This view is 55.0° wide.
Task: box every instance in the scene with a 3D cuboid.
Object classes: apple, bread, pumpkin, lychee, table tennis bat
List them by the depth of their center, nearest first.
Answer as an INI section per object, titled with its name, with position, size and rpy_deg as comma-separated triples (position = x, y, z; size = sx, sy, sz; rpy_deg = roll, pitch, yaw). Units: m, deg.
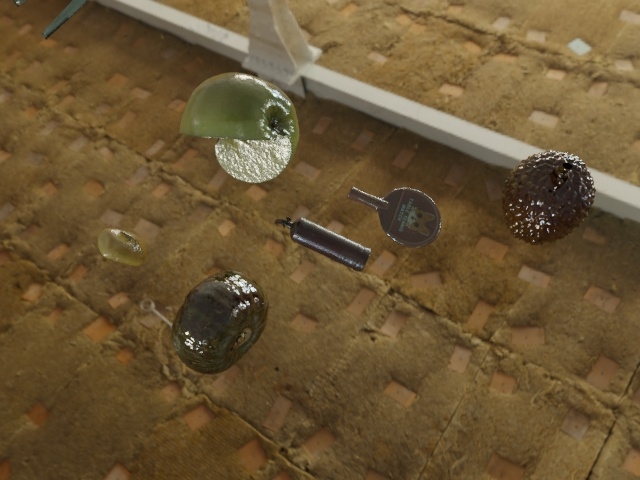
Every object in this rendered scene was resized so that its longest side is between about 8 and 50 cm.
[table tennis bat]
position = 0.114, -0.033, 1.085
size = 0.170, 0.119, 0.107
rpy_deg = 23, -114, -5
[pumpkin]
position = -0.207, 0.153, 1.236
size = 0.162, 0.219, 0.219
rpy_deg = 35, -111, 25
[lychee]
position = 0.476, -0.093, 1.294
size = 0.200, 0.238, 0.199
rpy_deg = -2, -116, 4
[bread]
position = -0.446, 0.010, 1.396
size = 0.056, 0.115, 0.082
rpy_deg = -39, -131, 28
[apple]
position = -0.192, -0.305, 1.578
size = 0.258, 0.295, 0.233
rpy_deg = -2, -113, 36

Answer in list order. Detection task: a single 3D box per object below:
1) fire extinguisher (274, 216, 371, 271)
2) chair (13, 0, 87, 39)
[fire extinguisher]
position = 0.000, 0.000, 1.666
size = 0.268, 0.089, 0.072
rpy_deg = 25, -99, -4
[chair]
position = -0.364, -0.452, 0.945
size = 0.275, 0.203, 0.190
rpy_deg = -37, -90, -5
